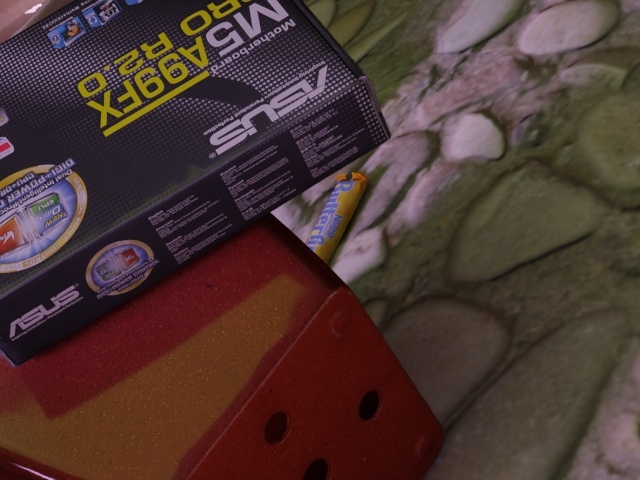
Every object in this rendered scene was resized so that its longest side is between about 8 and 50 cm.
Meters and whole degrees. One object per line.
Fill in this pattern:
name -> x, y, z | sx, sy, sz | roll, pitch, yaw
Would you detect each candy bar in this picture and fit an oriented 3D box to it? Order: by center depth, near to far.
candy bar -> 0.000, 0.000, 1.157 | 0.040, 0.018, 0.161 | -7, 44, 43

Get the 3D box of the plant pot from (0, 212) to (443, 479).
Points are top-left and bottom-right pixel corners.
plant pot -> -0.081, 0.115, 0.882 | 0.236, 0.267, 0.267 | 21, 64, 42

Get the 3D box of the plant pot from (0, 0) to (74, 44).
plant pot -> -0.250, -0.088, 1.261 | 0.334, 0.305, 0.333 | -27, 33, 19

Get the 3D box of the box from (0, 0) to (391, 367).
box -> -0.123, -0.074, 0.848 | 0.270, 0.060, 0.216 | -31, 48, -3
